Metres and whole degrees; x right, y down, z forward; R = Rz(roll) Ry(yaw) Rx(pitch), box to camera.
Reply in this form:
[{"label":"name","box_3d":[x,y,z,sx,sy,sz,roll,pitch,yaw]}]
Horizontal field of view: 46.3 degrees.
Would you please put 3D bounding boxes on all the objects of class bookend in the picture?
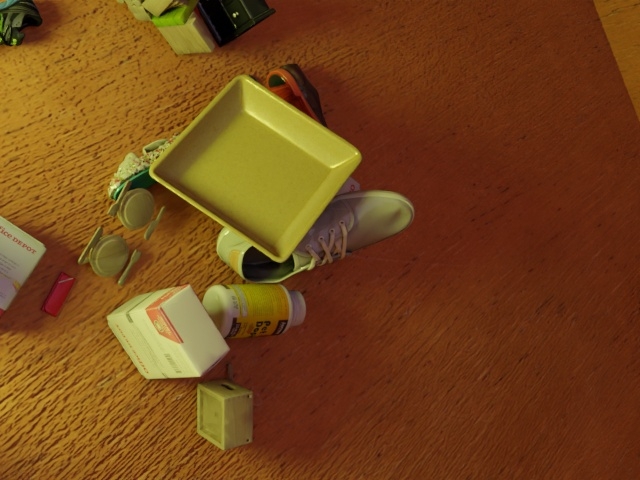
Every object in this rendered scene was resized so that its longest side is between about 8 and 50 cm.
[{"label":"bookend","box_3d":[-0.203,-0.538,1.671,0.072,0.157,0.156,-41,108,-34]}]

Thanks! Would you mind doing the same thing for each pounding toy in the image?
[{"label":"pounding toy","box_3d":[-0.196,0.344,1.568,0.100,0.141,0.130,-4,100,-38]}]

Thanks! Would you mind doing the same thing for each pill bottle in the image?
[{"label":"pill bottle","box_3d":[-0.141,0.152,1.633,0.215,0.117,0.117,1,82,-37]}]

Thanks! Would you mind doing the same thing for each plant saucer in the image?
[{"label":"plant saucer","box_3d":[-0.131,-0.144,1.573,0.332,0.081,0.333,34,62,5]}]

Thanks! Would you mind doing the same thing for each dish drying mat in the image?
[{"label":"dish drying mat","box_3d":[-0.503,0.103,1.436,0.032,0.008,0.083,35,63,-29]}]

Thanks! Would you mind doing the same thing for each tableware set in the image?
[{"label":"tableware set","box_3d":[-0.401,-0.019,1.496,0.194,0.039,0.128,-62,144,-12]}]

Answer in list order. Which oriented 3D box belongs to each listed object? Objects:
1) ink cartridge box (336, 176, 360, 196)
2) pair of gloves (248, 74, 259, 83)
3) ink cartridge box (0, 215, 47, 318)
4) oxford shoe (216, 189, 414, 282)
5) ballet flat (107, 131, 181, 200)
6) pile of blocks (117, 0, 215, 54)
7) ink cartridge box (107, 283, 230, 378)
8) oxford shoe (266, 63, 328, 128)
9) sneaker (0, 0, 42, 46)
[{"label":"ink cartridge box","box_3d":[-0.033,-0.110,1.751,0.237,0.100,0.172,33,64,-37]},{"label":"pair of gloves","box_3d":[-0.169,-0.346,1.759,0.083,0.010,0.074,-39,106,-35]},{"label":"ink cartridge box","box_3d":[-0.595,0.053,1.333,0.127,0.072,0.175,40,61,-25]},{"label":"oxford shoe","box_3d":[0.000,0.000,1.644,0.449,0.130,0.169,-12,130,-11]},{"label":"ballet flat","box_3d":[-0.357,-0.158,1.556,0.077,0.091,0.241,45,49,13]},{"label":"pile of blocks","box_3d":[-0.356,-0.542,1.561,0.362,0.149,0.113,36,63,-27]},{"label":"ink cartridge box","box_3d":[-0.298,0.181,1.447,0.092,0.218,0.159,-40,107,-40]},{"label":"oxford shoe","box_3d":[-0.019,-0.307,1.816,0.098,0.097,0.271,-41,107,-40]},{"label":"sneaker","box_3d":[-0.601,-0.395,1.403,0.078,0.067,0.188,52,54,-12]}]
